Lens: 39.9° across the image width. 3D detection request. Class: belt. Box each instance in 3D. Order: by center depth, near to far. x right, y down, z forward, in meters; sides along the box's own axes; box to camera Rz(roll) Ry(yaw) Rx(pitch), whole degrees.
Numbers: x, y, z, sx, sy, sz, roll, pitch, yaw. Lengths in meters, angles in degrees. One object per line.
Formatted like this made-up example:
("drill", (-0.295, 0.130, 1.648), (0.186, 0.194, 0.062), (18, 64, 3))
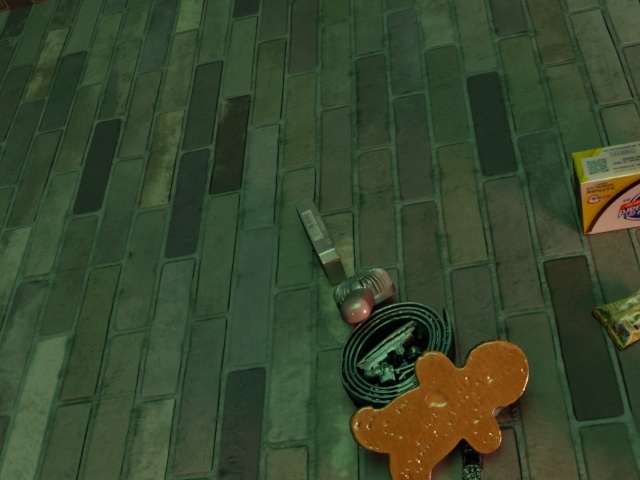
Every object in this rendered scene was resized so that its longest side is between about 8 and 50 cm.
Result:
("belt", (0.160, 0.228, 1.753), (0.206, 0.116, 0.267), (33, 70, 34))

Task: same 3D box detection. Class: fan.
("fan", (0.083, 0.122, 1.827), (0.130, 0.074, 0.244), (-23, 6, 13))

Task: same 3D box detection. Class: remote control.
("remote control", (0.281, 0.405, 1.623), (0.039, 0.014, 0.096), (-5, 49, 17))

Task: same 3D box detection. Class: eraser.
("eraser", (0.000, 0.000, 2.033), (0.046, 0.092, 0.212), (-23, 46, -2))

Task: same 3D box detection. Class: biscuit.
("biscuit", (0.236, 0.309, 1.625), (0.339, 0.047, 0.216), (-41, 83, -2))

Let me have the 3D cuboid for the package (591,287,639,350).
("package", (0.610, 0.149, 1.726), (0.121, 0.031, 0.108), (-27, 45, 2))

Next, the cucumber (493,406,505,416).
("cucumber", (0.261, 0.331, 1.669), (0.250, 0.056, 0.056), (-18, 46, 6))

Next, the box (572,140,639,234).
("box", (0.673, -0.119, 1.854), (0.265, 0.168, 0.097), (-8, 45, 10))
